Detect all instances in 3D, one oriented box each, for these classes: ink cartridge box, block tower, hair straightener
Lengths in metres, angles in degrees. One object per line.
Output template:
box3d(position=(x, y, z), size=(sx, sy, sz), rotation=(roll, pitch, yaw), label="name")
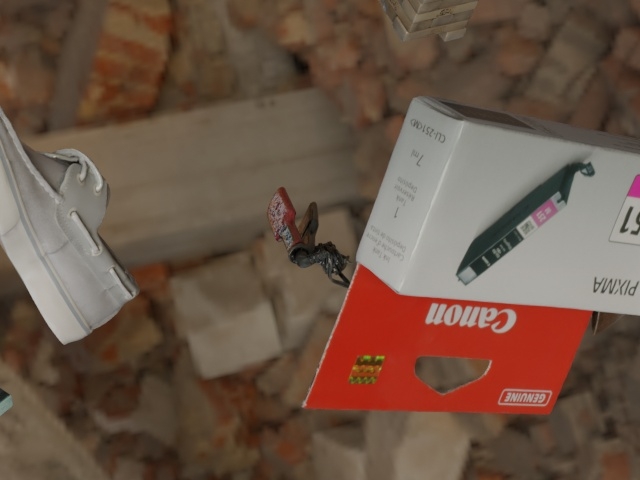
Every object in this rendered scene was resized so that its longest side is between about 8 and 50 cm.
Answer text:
box3d(position=(0.139, 0.031, 1.203), size=(0.060, 0.275, 0.239), rotation=(34, 111, 45), label="ink cartridge box")
box3d(position=(0.153, -0.356, 1.834), size=(0.091, 0.097, 0.335), rotation=(61, 152, 25), label="block tower")
box3d(position=(0.000, 0.000, 1.749), size=(0.047, 0.089, 0.230), rotation=(-64, 15, 7), label="hair straightener")

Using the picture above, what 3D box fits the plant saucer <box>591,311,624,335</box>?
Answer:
box3d(position=(0.292, -0.004, 1.633), size=(0.198, 0.036, 0.199), rotation=(4, -90, -84), label="plant saucer")

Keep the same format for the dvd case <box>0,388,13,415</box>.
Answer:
box3d(position=(-0.267, 0.099, 1.056), size=(0.119, 0.087, 0.013), rotation=(27, 140, 30), label="dvd case")

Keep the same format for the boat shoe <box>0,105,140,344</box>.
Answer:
box3d(position=(-0.138, -0.015, 0.855), size=(0.066, 0.063, 0.184), rotation=(50, 166, 42), label="boat shoe")
